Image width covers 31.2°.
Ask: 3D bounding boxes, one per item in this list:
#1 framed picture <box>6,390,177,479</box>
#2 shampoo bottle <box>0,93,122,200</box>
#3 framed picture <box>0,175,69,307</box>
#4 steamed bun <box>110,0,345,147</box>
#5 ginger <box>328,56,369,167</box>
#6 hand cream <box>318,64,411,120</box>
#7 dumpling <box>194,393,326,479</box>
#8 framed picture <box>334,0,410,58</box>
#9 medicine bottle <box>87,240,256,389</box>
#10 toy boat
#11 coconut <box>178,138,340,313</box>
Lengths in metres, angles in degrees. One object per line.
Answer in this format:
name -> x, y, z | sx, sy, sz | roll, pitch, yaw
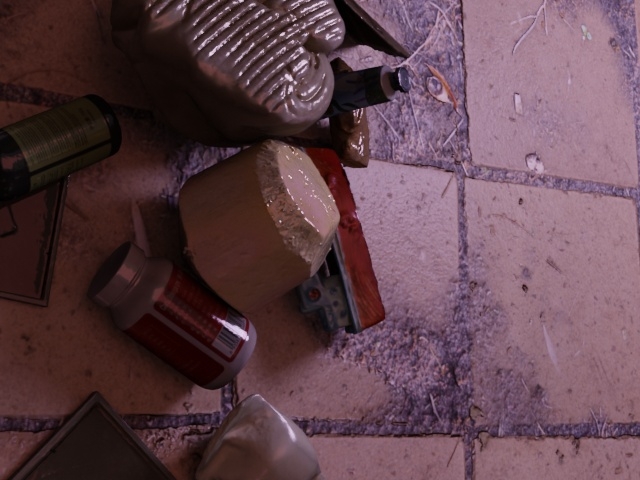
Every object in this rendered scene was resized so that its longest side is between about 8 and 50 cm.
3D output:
framed picture -> -0.363, 0.423, 1.673 | 0.247, 0.022, 0.335 | 51, 59, -15
shampoo bottle -> -0.430, -0.123, 1.670 | 0.283, 0.101, 0.101 | -29, 97, -33
framed picture -> -0.471, -0.038, 1.698 | 0.184, 0.016, 0.250 | 14, 73, -30
steamed bun -> -0.149, -0.295, 1.814 | 0.367, 0.255, 0.342 | 43, 55, 3
ginger -> 0.046, -0.230, 1.999 | 0.074, 0.137, 0.213 | -1, 80, -8
hand cream -> 0.024, -0.240, 1.914 | 0.058, 0.271, 0.091 | 10, 74, -56
dumpling -> -0.097, 0.360, 1.814 | 0.179, 0.131, 0.252 | -46, 129, -11
framed picture -> 0.038, -0.390, 1.957 | 0.209, 0.281, 0.019 | 40, 93, -21
medicine bottle -> -0.225, 0.115, 1.757 | 0.250, 0.131, 0.131 | 39, 63, -20
toy boat -> 0.000, 0.000, 1.929 | 0.133, 0.145, 0.332 | -15, 89, -7
coconut -> -0.111, -0.019, 1.781 | 0.239, 0.244, 0.239 | 48, 23, -28
